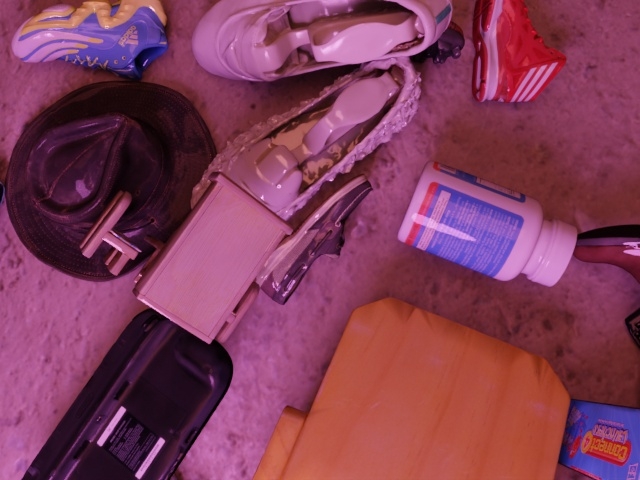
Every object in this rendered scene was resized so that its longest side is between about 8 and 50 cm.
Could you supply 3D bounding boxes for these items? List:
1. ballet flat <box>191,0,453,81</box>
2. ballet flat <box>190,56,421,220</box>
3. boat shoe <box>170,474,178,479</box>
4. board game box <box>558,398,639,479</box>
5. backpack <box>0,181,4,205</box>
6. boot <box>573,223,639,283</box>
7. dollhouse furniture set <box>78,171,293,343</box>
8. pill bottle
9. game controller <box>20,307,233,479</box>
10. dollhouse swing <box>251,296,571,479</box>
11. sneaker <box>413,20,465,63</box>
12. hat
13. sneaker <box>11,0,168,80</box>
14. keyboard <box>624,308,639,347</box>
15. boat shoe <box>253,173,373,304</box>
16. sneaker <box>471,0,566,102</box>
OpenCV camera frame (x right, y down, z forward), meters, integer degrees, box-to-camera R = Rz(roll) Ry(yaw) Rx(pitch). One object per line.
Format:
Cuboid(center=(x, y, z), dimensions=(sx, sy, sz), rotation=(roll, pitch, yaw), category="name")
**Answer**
Cuboid(center=(-0.021, -0.285, 0.871), dimensions=(0.400, 0.139, 0.139), rotation=(-4, 78, 20), category="ballet flat")
Cuboid(center=(-0.023, -0.139, 0.894), dimensions=(0.409, 0.147, 0.147), rotation=(-39, 80, -6), category="ballet flat")
Cuboid(center=(-0.221, 0.371, 0.826), dimensions=(0.302, 0.094, 0.109), rotation=(43, 83, 10), category="boat shoe")
Cuboid(center=(0.446, 0.289, 0.715), dimensions=(0.308, 0.302, 0.086), rotation=(25, 81, 7), category="board game box")
Cuboid(center=(-0.557, -0.017, 0.880), dimensions=(0.144, 0.166, 0.188), rotation=(-3, 76, 14), category="backpack")
Cuboid(center=(0.462, 0.125, 0.843), dimensions=(0.264, 0.096, 0.280), rotation=(6, 105, 20), category="boot")
Cuboid(center=(-0.159, 0.009, 0.792), dimensions=(0.212, 0.242, 0.161), rotation=(38, 81, -23), category="dollhouse furniture set")
Cuboid(center=(0.229, -0.017, 0.873), dimensions=(0.221, 0.124, 0.124), rotation=(22, 81, 6), category="pill bottle")
Cuboid(center=(-0.249, 0.246, 0.804), dimensions=(0.166, 0.067, 0.319), rotation=(32, 82, 13), category="game controller")
Cuboid(center=(0.113, 0.311, 0.819), dimensions=(0.347, 0.315, 0.305), rotation=(21, 43, 8), category="dollhouse swing")
Cuboid(center=(0.101, -0.368, 0.958), dimensions=(0.276, 0.097, 0.135), rotation=(24, 83, 8), category="sneaker")
Cuboid(center=(-0.323, -0.110, 0.906), dimensions=(0.331, 0.134, 0.331), rotation=(-1, 78, 3), category="hat")
Cuboid(center=(-0.345, -0.298, 0.964), dimensions=(0.240, 0.091, 0.126), rotation=(-22, 80, -3), category="sneaker")
Cuboid(center=(0.514, 0.079, 0.869), dimensions=(0.192, 0.038, 0.100), rotation=(-38, 77, 6), category="keyboard")
Cuboid(center=(-0.001, 0.000, 0.904), dimensions=(0.223, 0.080, 0.073), rotation=(-44, 86, -1), category="boat shoe")
Cuboid(center=(0.305, -0.314, 0.960), dimensions=(0.128, 0.087, 0.221), rotation=(6, 91, -5), category="sneaker")
